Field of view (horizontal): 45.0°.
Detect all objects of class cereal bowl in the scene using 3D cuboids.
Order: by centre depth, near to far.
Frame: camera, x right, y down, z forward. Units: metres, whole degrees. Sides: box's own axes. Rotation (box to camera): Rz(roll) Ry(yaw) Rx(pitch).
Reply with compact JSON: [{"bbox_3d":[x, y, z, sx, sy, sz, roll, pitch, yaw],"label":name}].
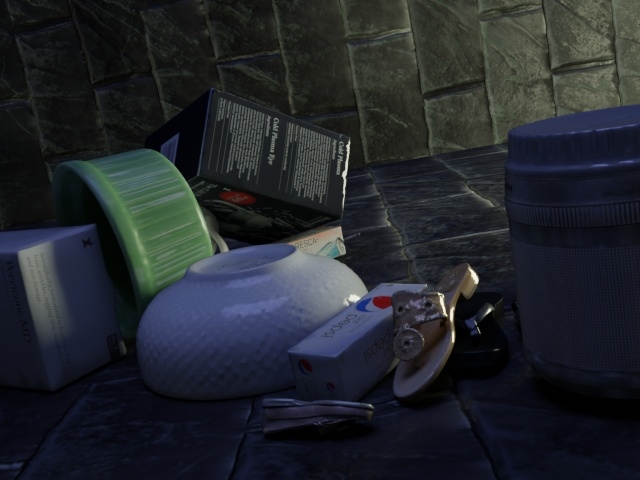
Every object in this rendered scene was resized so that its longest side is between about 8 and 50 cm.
[{"bbox_3d":[-0.096,0.091,1.086,0.339,0.141,0.339,-9,11,2],"label":"cereal bowl"}]

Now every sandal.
[{"bbox_3d":[0.116,0.085,0.917,0.088,0.079,0.240,-35,11,40],"label":"sandal"},{"bbox_3d":[0.188,0.103,0.990,0.097,0.054,0.254,-7,12,13],"label":"sandal"}]

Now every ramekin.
[{"bbox_3d":[-0.303,-0.003,1.263,0.148,0.303,0.303,-24,17,-31],"label":"ramekin"}]

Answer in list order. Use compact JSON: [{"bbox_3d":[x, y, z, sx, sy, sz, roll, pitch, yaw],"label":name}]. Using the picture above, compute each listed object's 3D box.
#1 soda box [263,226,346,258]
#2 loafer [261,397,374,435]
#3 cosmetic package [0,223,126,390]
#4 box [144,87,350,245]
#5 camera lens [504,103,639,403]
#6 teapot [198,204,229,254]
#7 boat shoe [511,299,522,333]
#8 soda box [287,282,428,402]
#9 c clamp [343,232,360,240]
[{"bbox_3d":[-0.039,0.022,1.557,0.183,0.063,0.058,-18,12,-34],"label":"soda box"},{"bbox_3d":[-0.004,0.188,0.810,0.125,0.039,0.045,-2,-19,22],"label":"loafer"},{"bbox_3d":[-0.504,0.100,1.211,0.385,0.217,0.156,-4,12,36],"label":"cosmetic package"},{"bbox_3d":[-0.165,-0.130,1.572,0.312,0.179,0.343,14,-17,-30],"label":"box"},{"bbox_3d":[0.307,0.010,0.788,0.219,0.274,0.219,-9,12,2],"label":"camera lens"},{"bbox_3d":[-0.320,0.025,1.514,0.253,0.187,0.256,11,-17,-14],"label":"teapot"},{"bbox_3d":[0.265,0.101,0.974,0.040,0.049,0.142,-27,5,16],"label":"boat shoe"},{"bbox_3d":[0.056,0.122,0.945,0.074,0.069,0.216,-1,19,37],"label":"soda box"},{"bbox_3d":[0.000,0.000,1.750,0.137,0.022,0.161,-19,15,-16],"label":"c clamp"}]
